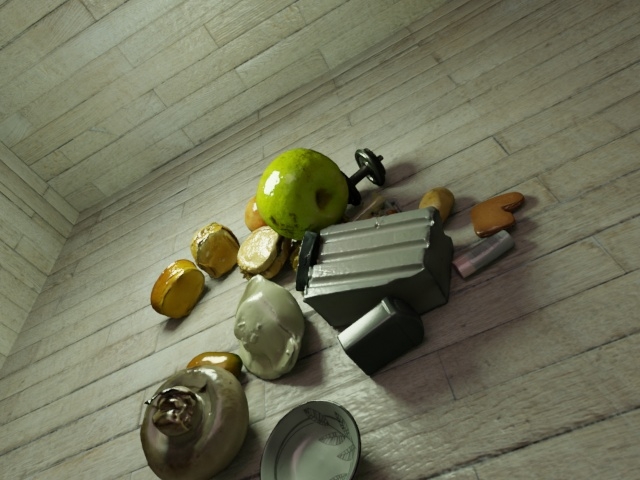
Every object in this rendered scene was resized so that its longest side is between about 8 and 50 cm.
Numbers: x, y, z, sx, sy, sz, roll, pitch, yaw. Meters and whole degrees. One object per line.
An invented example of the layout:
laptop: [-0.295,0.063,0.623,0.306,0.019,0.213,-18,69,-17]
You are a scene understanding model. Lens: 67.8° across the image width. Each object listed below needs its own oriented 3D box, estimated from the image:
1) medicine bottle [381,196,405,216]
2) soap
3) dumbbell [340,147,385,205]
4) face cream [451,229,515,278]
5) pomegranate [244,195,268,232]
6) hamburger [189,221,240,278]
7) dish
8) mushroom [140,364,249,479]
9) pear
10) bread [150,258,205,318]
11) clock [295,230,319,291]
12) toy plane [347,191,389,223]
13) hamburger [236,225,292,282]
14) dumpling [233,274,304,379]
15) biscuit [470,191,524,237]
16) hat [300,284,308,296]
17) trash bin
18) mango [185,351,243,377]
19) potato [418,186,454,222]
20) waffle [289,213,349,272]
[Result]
medicine bottle: [0.290,-0.106,1.888,0.092,0.061,0.220,-9,37,-6]
soap: [0.200,0.094,1.596,0.435,0.213,0.350,-12,39,28]
dumbbell: [0.160,-0.272,2.060,0.290,0.192,0.192,-40,36,-9]
face cream: [0.521,0.045,1.528,0.198,0.057,0.084,-33,31,6]
pomegranate: [-0.254,-0.124,2.214,0.209,0.209,0.209,-22,38,18]
hamburger: [-0.486,0.041,2.199,0.244,0.244,0.163,-48,38,-18]
dish: [-0.012,0.596,1.288,0.316,0.106,0.316,-23,38,20]
mushroom: [-0.404,0.553,1.472,0.362,0.294,0.362,-15,50,18]
pear: [-0.085,-0.183,1.910,0.391,0.391,0.391,-22,38,18]
bread: [-0.638,0.217,2.136,0.142,0.195,0.269,22,79,42]
clock: [-0.046,0.078,1.733,0.049,0.226,0.226,11,48,5]
toy plane: [0.178,-0.087,1.889,0.244,0.092,0.229,-53,17,3]
hamburger: [-0.239,0.064,2.021,0.286,0.146,0.243,-48,32,1]
dumpling: [-0.192,0.327,1.703,0.395,0.233,0.315,46,115,41]
biscuit: [0.603,-0.094,1.613,0.186,0.036,0.192,-19,30,21]
hat: [-0.051,0.173,1.838,0.076,0.059,0.077,-22,42,25]
trash bin: [0.190,0.281,1.426,0.236,0.177,0.101,-37,37,4]
mango: [-0.384,0.472,1.711,0.221,0.120,0.151,-7,46,25]
potato: [0.425,-0.127,1.755,0.118,0.109,0.178,-26,25,51]
waffle: [-0.003,0.008,1.984,0.329,0.062,0.329,-21,37,17]
